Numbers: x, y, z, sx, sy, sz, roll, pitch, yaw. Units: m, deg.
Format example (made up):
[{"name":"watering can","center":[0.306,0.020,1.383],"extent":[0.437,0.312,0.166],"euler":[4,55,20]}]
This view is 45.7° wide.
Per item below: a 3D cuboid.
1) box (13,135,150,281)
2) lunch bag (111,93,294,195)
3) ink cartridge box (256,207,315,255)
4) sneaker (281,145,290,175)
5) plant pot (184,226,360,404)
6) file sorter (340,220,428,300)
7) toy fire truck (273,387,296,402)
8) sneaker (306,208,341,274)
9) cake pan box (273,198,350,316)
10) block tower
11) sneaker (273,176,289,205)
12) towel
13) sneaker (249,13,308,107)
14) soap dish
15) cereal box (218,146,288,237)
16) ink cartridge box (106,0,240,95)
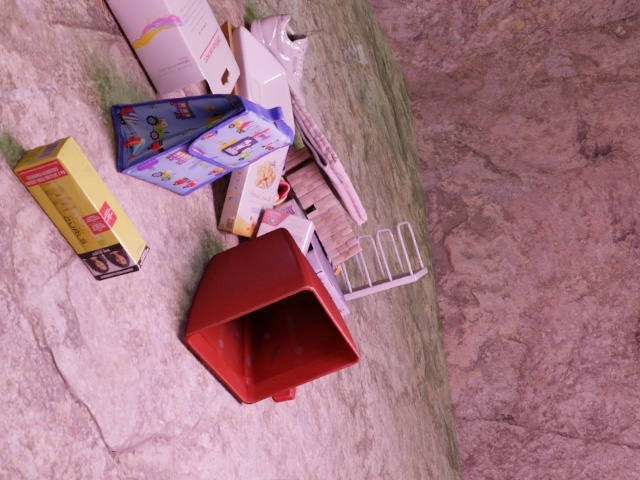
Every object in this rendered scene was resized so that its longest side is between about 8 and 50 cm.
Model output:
[{"name":"box","center":[-0.362,-0.044,1.171],"extent":[0.058,0.087,0.232],"euler":[-80,151,-50]},{"name":"lunch bag","center":[-0.201,-0.201,1.423],"extent":[0.221,0.293,0.138],"euler":[22,56,-67]},{"name":"ink cartridge box","center":[-0.099,0.038,1.754],"extent":[0.067,0.115,0.198],"euler":[64,44,-78]},{"name":"sneaker","center":[-0.147,-0.220,1.859],"extent":[0.223,0.083,0.098],"euler":[0,113,-67]},{"name":"plant pot","center":[-0.105,0.136,1.561],"extent":[0.236,0.267,0.267],"euler":[-103,167,-46]},{"name":"file sorter","center":[0.154,0.067,2.298],"extent":[0.193,0.277,0.173],"euler":[-13,85,-71]},{"name":"toy fire truck","center":[-0.100,0.263,1.769],"extent":[0.135,0.047,0.192],"euler":[58,24,-43]},{"name":"sneaker","center":[0.000,0.000,2.203],"extent":[0.083,0.084,0.215],"euler":[-5,77,-56]},{"name":"cake pan box","center":[-0.021,0.052,1.983],"extent":[0.246,0.070,0.267],"euler":[65,4,33]},{"name":"block tower","center":[-0.005,-0.099,2.063],"extent":[0.336,0.090,0.097],"euler":[61,2,8]},{"name":"sneaker","center":[-0.115,-0.126,1.929],"extent":[0.208,0.094,0.082],"euler":[-57,128,-67]},{"name":"towel","center":[0.004,-0.233,2.095],"extent":[0.332,0.053,0.317],"euler":[60,2,32]},{"name":"sneaker","center":[-0.089,-0.510,2.192],"extent":[0.114,0.152,0.305],"euler":[-85,155,-49]},{"name":"soap dish","center":[-0.176,-0.376,1.896],"extent":[0.291,0.118,0.229],"euler":[30,49,-65]},{"name":"cereal box","center":[-0.151,-0.128,1.747],"extent":[0.173,0.047,0.240],"euler":[11,94,-69]},{"name":"ink cartridge box","center":[-0.307,-0.444,1.562],"extent":[0.207,0.119,0.354],"euler":[-78,148,-53]}]
